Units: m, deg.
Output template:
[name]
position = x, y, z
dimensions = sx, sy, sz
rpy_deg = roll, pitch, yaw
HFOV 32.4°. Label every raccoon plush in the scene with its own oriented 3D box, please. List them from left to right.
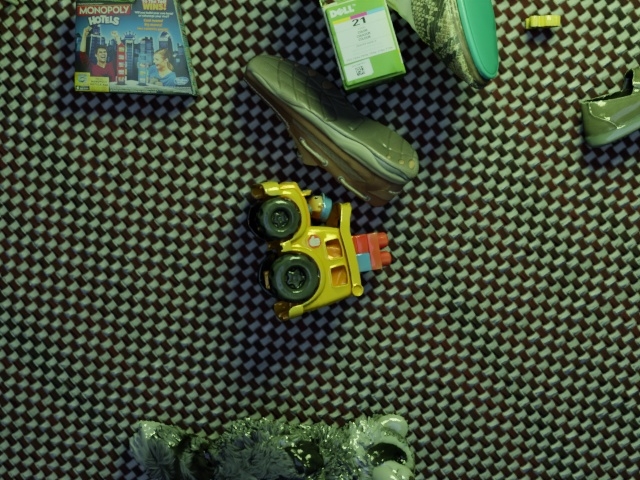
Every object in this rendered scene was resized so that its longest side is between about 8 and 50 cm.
[raccoon plush]
position = -0.052, 0.335, 1.810
dimensions = 0.446, 0.299, 0.216
rpy_deg = 28, 114, 30

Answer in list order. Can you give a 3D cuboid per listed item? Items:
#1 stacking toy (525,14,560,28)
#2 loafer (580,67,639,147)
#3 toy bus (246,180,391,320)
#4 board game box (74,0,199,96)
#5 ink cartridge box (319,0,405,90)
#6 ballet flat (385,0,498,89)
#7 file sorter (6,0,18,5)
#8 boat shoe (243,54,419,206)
[stacking toy]
position = 0.267, -0.416, 1.748
dimensions = 0.221, 0.052, 0.167
rpy_deg = -2, 96, 2
[loafer]
position = 0.523, -0.237, 1.738
dimensions = 0.251, 0.094, 0.087
rpy_deg = -28, 99, 4
[toy bus]
position = 0.000, 0.000, 1.762
dimensions = 0.211, 0.149, 0.220
rpy_deg = -13, 93, -10
[board game box]
position = -0.291, -0.332, 1.768
dimensions = 0.194, 0.060, 0.194
rpy_deg = 3, 95, 1
[ink cartridge box]
position = 0.049, -0.362, 1.690
dimensions = 0.097, 0.189, 0.255
rpy_deg = -16, 95, 4
[ballet flat]
position = 0.172, -0.457, 1.675
dimensions = 0.182, 0.164, 0.483
rpy_deg = -4, 85, 30
[file sorter]
position = -0.593, -0.383, 1.713
dimensions = 0.193, 0.173, 0.278
rpy_deg = 40, 95, -2
[boat shoe]
position = 0.000, -0.169, 1.748
dimensions = 0.324, 0.123, 0.116
rpy_deg = 40, 126, 10
